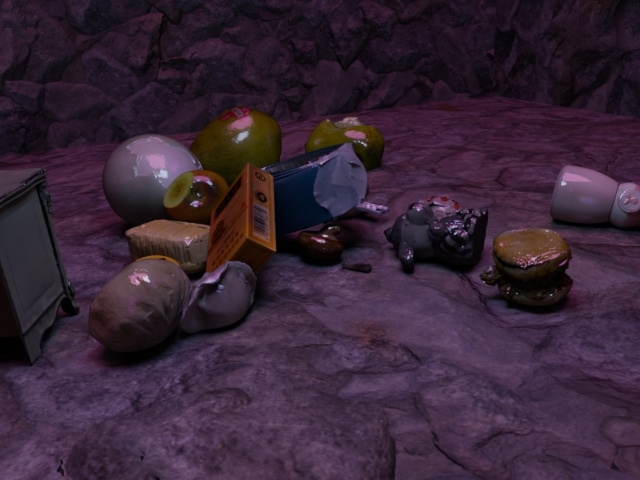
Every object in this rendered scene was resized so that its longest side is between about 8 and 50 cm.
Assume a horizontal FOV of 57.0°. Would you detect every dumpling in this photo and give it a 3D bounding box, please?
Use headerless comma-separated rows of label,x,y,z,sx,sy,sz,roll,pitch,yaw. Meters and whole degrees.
dumpling,-0.200,0.102,1.153,0.188,0.127,0.108,-28,40,-35

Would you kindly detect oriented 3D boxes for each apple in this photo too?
apple,-0.310,-0.109,1.505,0.163,0.146,0.147,15,-7,-20

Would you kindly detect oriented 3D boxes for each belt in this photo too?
belt,-0.063,-0.137,1.564,0.300,0.173,0.437,-34,22,-34

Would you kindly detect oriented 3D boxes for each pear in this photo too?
pear,-0.311,-0.308,2.072,0.375,0.287,0.287,-31,30,-20
pear,0.111,-0.370,2.279,0.287,0.176,0.282,-14,25,-23

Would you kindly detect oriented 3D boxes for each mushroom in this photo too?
mushroom,0.001,0.008,1.430,0.109,0.084,0.126,-18,13,-5

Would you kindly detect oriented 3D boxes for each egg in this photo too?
egg,-0.470,-0.165,1.686,0.278,0.278,0.336,-16,21,-29

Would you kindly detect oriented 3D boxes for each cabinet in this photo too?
cabinet,-0.658,0.051,1.110,0.290,0.317,0.227,-4,23,0

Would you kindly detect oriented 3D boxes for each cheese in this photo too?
cheese,0.102,-0.115,1.749,0.249,0.070,0.163,6,24,26

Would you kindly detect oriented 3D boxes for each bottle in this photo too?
bottle,0.730,-0.103,1.524,0.237,0.147,0.147,16,28,26

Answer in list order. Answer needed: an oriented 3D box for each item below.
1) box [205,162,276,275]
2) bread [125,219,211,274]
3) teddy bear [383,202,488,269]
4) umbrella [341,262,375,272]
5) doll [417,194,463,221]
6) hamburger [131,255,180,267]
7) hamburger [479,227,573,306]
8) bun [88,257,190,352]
box,-0.177,-0.023,1.306,0.076,0.174,0.274,28,32,-27
bread,-0.357,0.018,1.432,0.236,0.106,0.140,8,25,29
teddy bear,0.256,-0.010,1.359,0.251,0.144,0.171,0,35,17
umbrella,0.088,0.061,1.368,0.083,0.020,0.031,0,20,24
doll,0.312,-0.059,1.538,0.149,0.095,0.192,12,23,21
hamburger,-0.365,0.089,1.288,0.141,0.081,0.127,29,39,35
hamburger,0.409,0.063,1.168,0.185,0.131,0.159,-7,29,9
bun,-0.319,0.126,1.093,0.128,0.178,0.193,38,17,14
